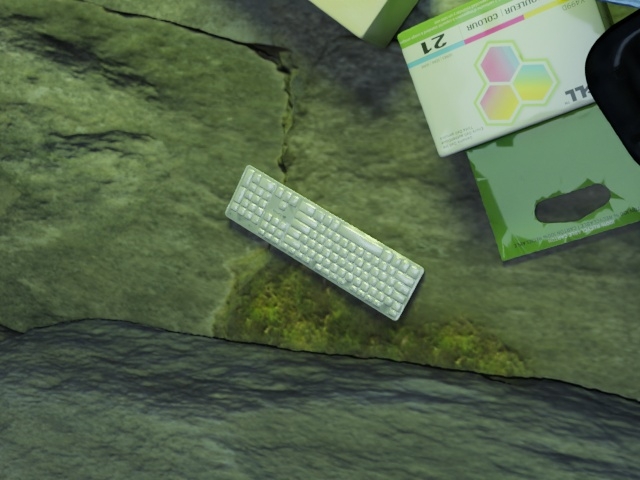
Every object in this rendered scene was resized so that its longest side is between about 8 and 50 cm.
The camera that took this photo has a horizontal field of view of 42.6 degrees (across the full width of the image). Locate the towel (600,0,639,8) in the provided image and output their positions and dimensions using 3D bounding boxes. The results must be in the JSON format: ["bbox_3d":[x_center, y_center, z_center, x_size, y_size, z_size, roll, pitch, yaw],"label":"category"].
[{"bbox_3d":[0.305,-0.318,0.597,0.243,0.040,0.336,20,88,18],"label":"towel"}]

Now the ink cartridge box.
[{"bbox_3d":[0.214,-0.117,0.812,0.188,0.097,0.255,-19,91,27],"label":"ink cartridge box"}]

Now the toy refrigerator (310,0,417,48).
[{"bbox_3d":[-0.015,-0.328,0.886,0.269,0.094,0.102,39,107,13],"label":"toy refrigerator"}]

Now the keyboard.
[{"bbox_3d":[0.000,0.000,0.981,0.256,0.014,0.072,31,111,17],"label":"keyboard"}]

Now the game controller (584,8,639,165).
[{"bbox_3d":[0.383,-0.169,0.659,0.319,0.067,0.166,-30,107,27],"label":"game controller"}]
